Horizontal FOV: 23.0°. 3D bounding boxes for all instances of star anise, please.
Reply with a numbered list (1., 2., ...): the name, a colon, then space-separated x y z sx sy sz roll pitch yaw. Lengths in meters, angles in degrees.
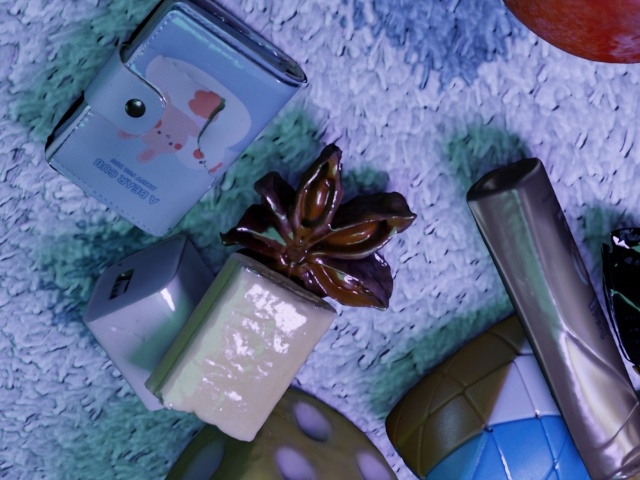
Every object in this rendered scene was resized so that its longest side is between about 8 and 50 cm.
1. star anise: 0.005 -0.004 1.686 0.220 0.099 0.214 -31 126 24

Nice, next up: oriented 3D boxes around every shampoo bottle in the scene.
1. shampoo bottle: 0.258 0.089 1.655 0.084 0.125 0.350 -19 101 25

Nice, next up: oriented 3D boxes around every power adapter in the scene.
1. power adapter: -0.153 0.118 1.750 0.125 0.130 0.205 -24 113 17

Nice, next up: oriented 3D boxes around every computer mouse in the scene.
1. computer mouse: 0.363 0.089 1.680 0.077 0.146 0.242 -23 113 36

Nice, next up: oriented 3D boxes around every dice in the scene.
1. dice: -0.051 0.329 1.798 0.233 0.238 0.227 37 118 -15

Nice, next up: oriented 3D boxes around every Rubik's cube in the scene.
1. Rubik's cube: 0.231 0.198 1.753 0.254 0.254 0.254 3 120 5

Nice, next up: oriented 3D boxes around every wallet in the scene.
1. wallet: -0.158 -0.131 1.642 0.176 0.075 0.250 34 118 -20

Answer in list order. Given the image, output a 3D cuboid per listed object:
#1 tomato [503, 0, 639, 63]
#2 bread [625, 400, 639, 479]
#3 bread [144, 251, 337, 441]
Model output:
1. tomato: 0.274 -0.282 1.405 0.265 0.265 0.265 3 120 5
2. bread: 0.404 0.275 1.816 0.207 0.056 0.287 -5 117 5
3. bread: -0.082 0.115 1.651 0.139 0.060 0.178 28 103 -19
